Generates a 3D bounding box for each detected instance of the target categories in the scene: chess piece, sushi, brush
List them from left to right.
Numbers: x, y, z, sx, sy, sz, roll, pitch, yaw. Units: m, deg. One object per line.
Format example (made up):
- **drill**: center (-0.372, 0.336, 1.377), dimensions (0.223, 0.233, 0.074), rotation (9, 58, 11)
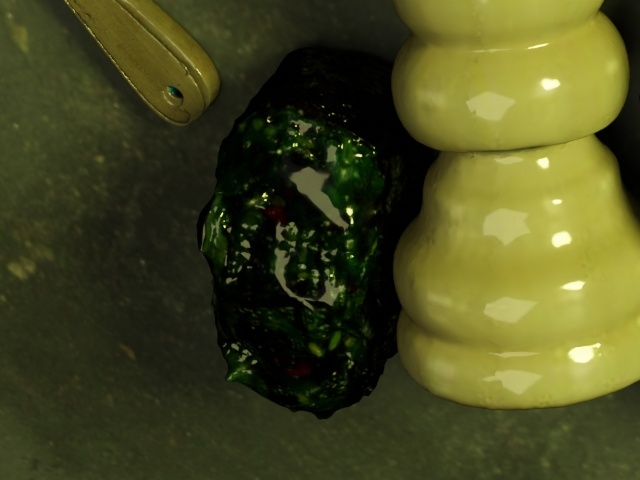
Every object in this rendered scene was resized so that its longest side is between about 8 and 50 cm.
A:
- **brush**: center (-0.191, -0.195, 1.121), dimensions (0.327, 0.065, 0.070), rotation (47, 127, -9)
- **sushi**: center (0.000, 0.000, 1.108), dimensions (0.124, 0.127, 0.225), rotation (15, 125, 20)
- **chess piece**: center (0.107, -0.071, 1.001), dimensions (0.167, 0.167, 0.300), rotation (2, 115, 26)

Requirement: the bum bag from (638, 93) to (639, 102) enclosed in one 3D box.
- **bum bag**: center (0.236, -0.129, 0.935), dimensions (0.102, 0.069, 0.248), rotation (10, 128, 2)
